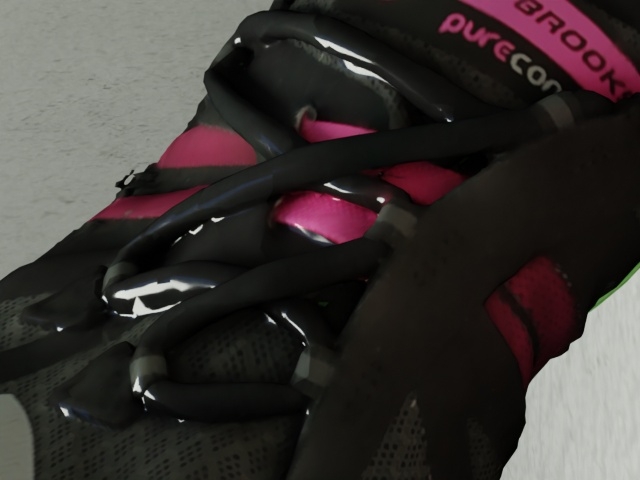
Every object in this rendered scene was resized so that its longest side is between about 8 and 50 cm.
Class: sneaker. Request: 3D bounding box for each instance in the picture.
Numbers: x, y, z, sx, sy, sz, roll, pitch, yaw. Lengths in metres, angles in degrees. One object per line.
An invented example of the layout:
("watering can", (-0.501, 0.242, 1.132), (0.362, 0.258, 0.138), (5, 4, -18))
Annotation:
("sneaker", (0.000, 0.000, 0.541), (0.483, 0.185, 0.202), (-55, -12, -47))
